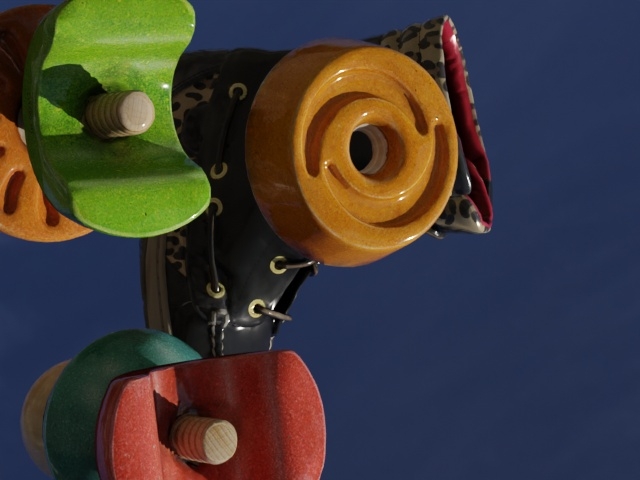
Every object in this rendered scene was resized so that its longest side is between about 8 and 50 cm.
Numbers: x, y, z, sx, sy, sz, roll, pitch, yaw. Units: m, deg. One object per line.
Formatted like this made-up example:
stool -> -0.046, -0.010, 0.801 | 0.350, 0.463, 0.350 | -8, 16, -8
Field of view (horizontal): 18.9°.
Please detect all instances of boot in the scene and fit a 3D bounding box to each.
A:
boot -> 0.000, 0.000, 1.602 | 0.284, 0.138, 0.377 | -11, -103, 15

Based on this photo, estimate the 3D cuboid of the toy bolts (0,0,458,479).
toy bolts -> -0.066, 0.011, 0.855 | 0.218, 0.228, 0.158 | -2, 180, -33
